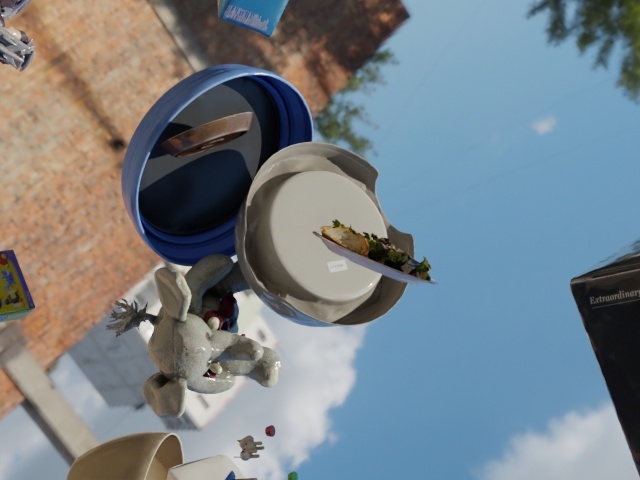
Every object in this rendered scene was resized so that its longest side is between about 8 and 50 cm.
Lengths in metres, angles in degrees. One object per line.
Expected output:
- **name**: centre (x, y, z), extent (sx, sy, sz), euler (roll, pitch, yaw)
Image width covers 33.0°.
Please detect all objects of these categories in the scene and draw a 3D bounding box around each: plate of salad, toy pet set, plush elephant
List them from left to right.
- **plush elephant**: centre (-0.209, 0.170, 1.905), extent (0.330, 0.272, 0.255), euler (0, -166, -13)
- **toy pet set**: centre (-0.089, 0.319, 1.390), extent (0.065, 0.122, 0.114), euler (-11, -159, 32)
- **plate of salad**: centre (0.084, 0.017, 1.583), extent (0.048, 0.200, 0.200), euler (-68, -162, 3)

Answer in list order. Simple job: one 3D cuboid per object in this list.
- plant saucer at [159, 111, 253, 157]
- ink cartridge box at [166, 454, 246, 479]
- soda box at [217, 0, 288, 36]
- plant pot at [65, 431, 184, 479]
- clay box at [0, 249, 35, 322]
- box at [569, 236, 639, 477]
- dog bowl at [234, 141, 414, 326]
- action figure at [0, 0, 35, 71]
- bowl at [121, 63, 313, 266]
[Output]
- **plant saucer**: centre (-0.188, -0.176, 1.830), extent (0.168, 0.029, 0.168), euler (-21, 180, 0)
- **ink cartridge box**: centre (-0.187, 0.537, 1.816), extent (0.117, 0.283, 0.207), euler (-7, -147, -38)
- **soda box**: centre (-0.046, -0.337, 1.190), extent (0.210, 0.067, 0.071), euler (-60, -156, 31)
- **plant pot**: centre (-0.419, 0.526, 2.230), extent (0.191, 0.284, 0.284), euler (7, -152, 10)
- **clay box**: centre (-0.644, 0.094, 1.960), extent (0.222, 0.127, 0.053), euler (-10, 159, -47)
- **box**: centre (0.550, 0.176, 1.382), extent (0.212, 0.395, 0.293), euler (-25, -174, -42)
- **dog bowl**: centre (0.000, 0.000, 1.965), extent (0.349, 0.349, 0.102), euler (-45, -174, -34)
- **action figure**: centre (-0.460, -0.320, 1.477), extent (0.099, 0.185, 0.285), euler (-34, -154, 22)
- **bowl**: centre (-0.186, -0.138, 1.955), extent (0.391, 0.391, 0.077), euler (-38, -129, -17)
